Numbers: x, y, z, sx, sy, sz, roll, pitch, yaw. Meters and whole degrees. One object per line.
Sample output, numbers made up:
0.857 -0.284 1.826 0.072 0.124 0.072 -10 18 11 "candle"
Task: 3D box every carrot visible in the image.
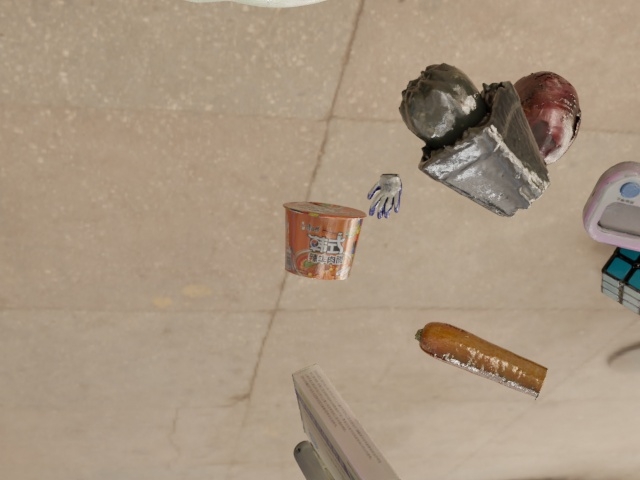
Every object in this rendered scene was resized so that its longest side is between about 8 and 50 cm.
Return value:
0.267 0.196 1.348 0.225 0.067 0.067 23 152 10 "carrot"

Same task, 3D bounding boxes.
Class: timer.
0.645 -0.066 1.607 0.208 0.069 0.191 13 132 0 "timer"

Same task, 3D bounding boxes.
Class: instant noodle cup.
0.000 0.000 2.343 0.250 0.192 0.250 7 -169 -1 "instant noodle cup"

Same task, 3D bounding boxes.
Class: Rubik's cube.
0.731 0.071 1.765 0.162 0.160 0.163 -52 152 -7 "Rubik's cube"

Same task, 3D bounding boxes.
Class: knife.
0.009 0.590 1.952 0.073 0.265 0.040 -46 131 8 "knife"

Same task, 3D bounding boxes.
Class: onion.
0.513 -0.298 1.963 0.219 0.252 0.252 11 147 -13 "onion"

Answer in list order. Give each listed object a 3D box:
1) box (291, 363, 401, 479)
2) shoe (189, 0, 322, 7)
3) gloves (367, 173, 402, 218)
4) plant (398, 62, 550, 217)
0.055 0.423 1.581 0.065 0.343 0.200 -23 129 -16 "box"
-0.138 -0.415 1.225 0.363 0.132 0.160 8 178 -5 "shoe"
0.112 -0.077 1.405 0.064 0.086 0.026 -1 162 31 "gloves"
0.232 -0.154 1.193 0.256 0.164 0.142 42 137 -13 "plant"
